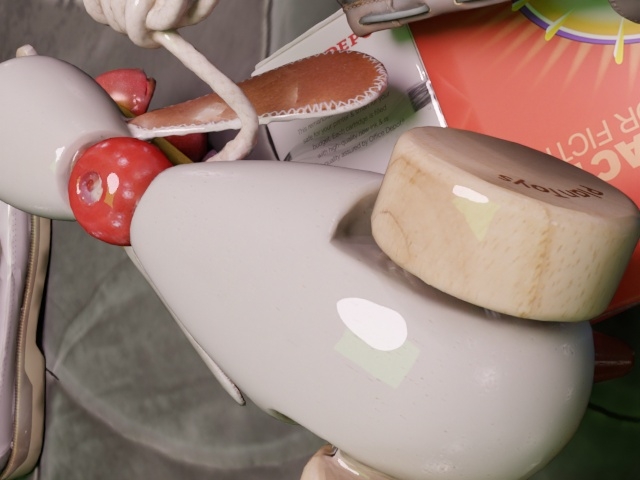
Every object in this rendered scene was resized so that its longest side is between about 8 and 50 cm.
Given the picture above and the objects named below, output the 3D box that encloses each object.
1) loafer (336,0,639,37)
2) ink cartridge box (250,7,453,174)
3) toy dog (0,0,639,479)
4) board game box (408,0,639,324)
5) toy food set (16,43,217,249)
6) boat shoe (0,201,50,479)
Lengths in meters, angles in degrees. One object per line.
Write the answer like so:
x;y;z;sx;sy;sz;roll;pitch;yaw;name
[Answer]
0.106;-0.118;0.401;0.268;0.096;0.084;12;120;43;loafer
0.035;-0.045;0.547;0.099;0.056;0.135;-26;78;35;ink cartridge box
0.000;0.000;0.446;0.220;0.161;0.333;-53;57;26;toy dog
0.144;-0.147;0.454;0.242;0.064;0.316;-28;76;35;board game box
-0.078;-0.038;0.615;0.218;0.071;0.128;39;149;19;toy food set
-0.258;0.024;0.743;0.113;0.103;0.302;-6;89;37;boat shoe
